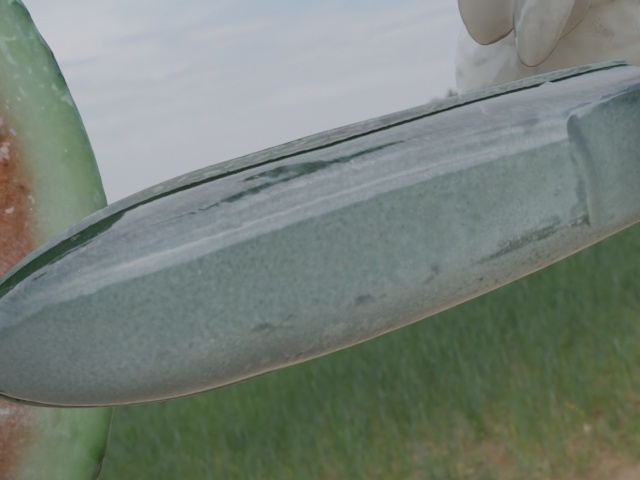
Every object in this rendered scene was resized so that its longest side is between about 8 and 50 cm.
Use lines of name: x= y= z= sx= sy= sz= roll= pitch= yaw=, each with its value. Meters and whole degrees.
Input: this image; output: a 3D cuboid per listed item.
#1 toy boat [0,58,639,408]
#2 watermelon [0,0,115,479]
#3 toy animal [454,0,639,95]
toy boat: x=0.000 y=0.000 z=0.453 sx=0.261 sy=0.078 sz=0.085 roll=-19 pitch=13 yaw=-11
watermelon: x=-0.216 y=-0.012 z=0.561 sx=0.251 sy=0.283 sz=0.292 roll=4 pitch=25 yaw=14
toy animal: x=0.201 y=-0.210 z=1.111 sx=0.258 sy=0.194 sz=0.357 roll=-45 pitch=-31 yaw=-12
